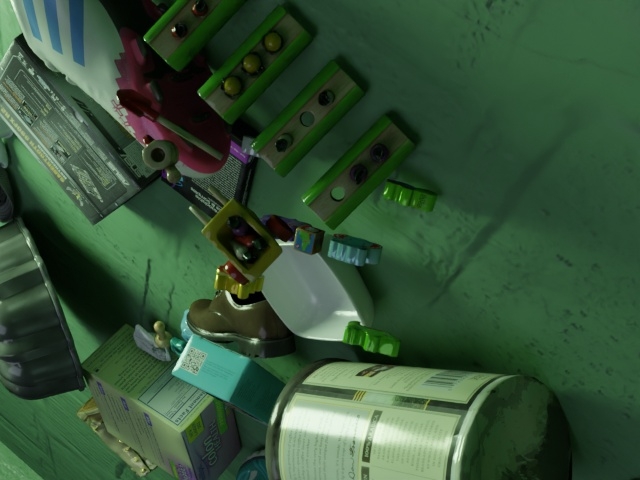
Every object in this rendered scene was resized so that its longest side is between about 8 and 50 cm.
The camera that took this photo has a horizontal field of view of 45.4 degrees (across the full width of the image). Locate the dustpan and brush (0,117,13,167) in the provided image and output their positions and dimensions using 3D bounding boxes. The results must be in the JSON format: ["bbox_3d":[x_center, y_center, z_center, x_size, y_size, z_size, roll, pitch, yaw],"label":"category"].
[{"bbox_3d":[-0.506,-0.179,1.153,0.147,0.060,0.211,33,137,17],"label":"dustpan and brush"}]

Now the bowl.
[{"bbox_3d":[-0.005,0.048,0.881,0.142,0.053,0.142,-5,122,48],"label":"bowl"}]

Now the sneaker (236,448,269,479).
[{"bbox_3d":[-0.062,0.425,1.282,0.275,0.110,0.107,-9,120,50],"label":"sneaker"}]

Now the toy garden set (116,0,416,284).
[{"bbox_3d":[-0.070,-0.098,0.681,0.244,0.204,0.049,45,-172,-3],"label":"toy garden set"}]

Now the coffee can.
[{"bbox_3d":[0.102,0.239,0.843,0.275,0.201,0.202,-4,123,47],"label":"coffee can"}]

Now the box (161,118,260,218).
[{"bbox_3d":[-0.129,-0.093,0.880,0.116,0.029,0.162,37,143,11],"label":"box"}]

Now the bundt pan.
[{"bbox_3d":[-0.524,0.129,1.318,0.331,0.124,0.331,45,145,43],"label":"bundt pan"}]

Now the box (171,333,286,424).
[{"bbox_3d":[-0.093,0.209,1.049,0.100,0.060,0.244,18,162,31],"label":"box"}]

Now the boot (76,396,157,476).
[{"bbox_3d":[-0.406,0.399,1.608,0.203,0.095,0.262,47,147,-4],"label":"boot"}]

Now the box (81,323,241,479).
[{"bbox_3d":[-0.279,0.299,1.360,0.242,0.117,0.214,25,141,26],"label":"box"}]

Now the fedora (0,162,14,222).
[{"bbox_3d":[-0.646,-0.105,1.298,0.244,0.124,0.275,52,144,-10],"label":"fedora"}]

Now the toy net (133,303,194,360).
[{"bbox_3d":[-0.222,0.166,1.232,0.232,0.045,0.122,-11,120,51],"label":"toy net"}]

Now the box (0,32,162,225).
[{"bbox_3d":[-0.321,-0.143,0.995,0.231,0.056,0.183,52,145,-11],"label":"box"}]

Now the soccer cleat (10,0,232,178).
[{"bbox_3d":[-0.216,-0.195,0.780,0.143,0.116,0.331,-29,97,39],"label":"soccer cleat"}]

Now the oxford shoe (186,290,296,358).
[{"bbox_3d":[-0.110,0.091,1.028,0.227,0.082,0.096,2,101,50],"label":"oxford shoe"}]

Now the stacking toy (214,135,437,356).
[{"bbox_3d":[0.000,0.000,0.770,0.221,0.052,0.167,19,106,22],"label":"stacking toy"}]
